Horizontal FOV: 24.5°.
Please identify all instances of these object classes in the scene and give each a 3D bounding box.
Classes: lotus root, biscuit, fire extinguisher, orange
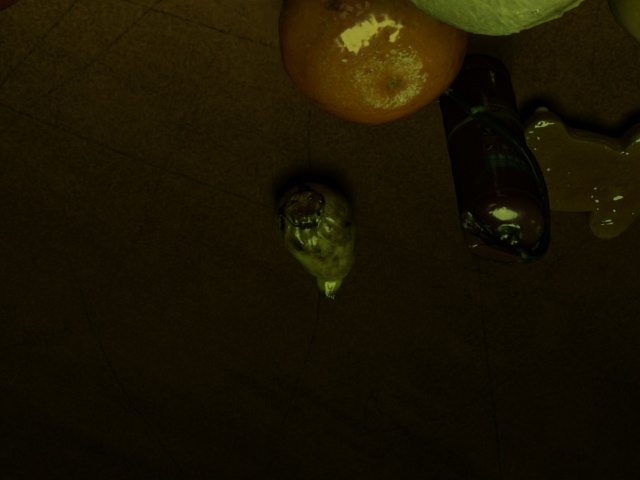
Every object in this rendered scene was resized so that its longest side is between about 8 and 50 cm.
[{"bbox_3d":[0.000,0.000,1.963,0.108,0.094,0.190,5,145,20],"label":"lotus root"},{"bbox_3d":[0.386,-0.085,1.941,0.302,0.049,0.196,7,137,-11],"label":"biscuit"},{"bbox_3d":[0.192,-0.087,1.720,0.141,0.341,0.105,23,127,-22],"label":"fire extinguisher"},{"bbox_3d":[0.058,-0.239,1.685,0.224,0.170,0.224,-9,141,-7],"label":"orange"}]

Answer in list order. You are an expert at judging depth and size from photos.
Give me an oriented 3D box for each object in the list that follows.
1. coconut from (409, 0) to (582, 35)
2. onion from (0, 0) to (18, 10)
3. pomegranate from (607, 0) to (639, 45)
[{"bbox_3d":[0.178,-0.384,1.451,0.346,0.346,0.360,-36,139,26],"label":"coconut"},{"bbox_3d":[-0.419,-0.368,1.454,0.354,0.353,0.353,-3,133,-3],"label":"onion"},{"bbox_3d":[0.453,-0.311,1.573,0.322,0.322,0.322,-3,133,-3],"label":"pomegranate"}]
